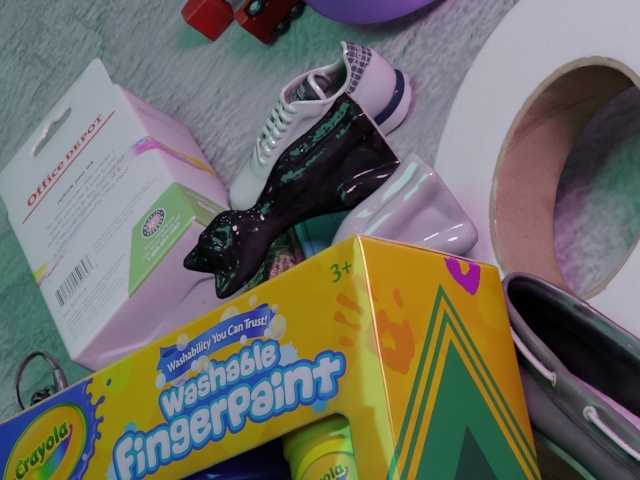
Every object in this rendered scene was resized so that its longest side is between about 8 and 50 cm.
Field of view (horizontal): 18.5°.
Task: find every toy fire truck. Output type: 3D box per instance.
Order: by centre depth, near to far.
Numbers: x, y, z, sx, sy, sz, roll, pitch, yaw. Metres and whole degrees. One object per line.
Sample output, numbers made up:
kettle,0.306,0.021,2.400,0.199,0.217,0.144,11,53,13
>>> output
toy fire truck,-0.064,-0.288,2.185,0.192,0.047,0.135,-48,37,12

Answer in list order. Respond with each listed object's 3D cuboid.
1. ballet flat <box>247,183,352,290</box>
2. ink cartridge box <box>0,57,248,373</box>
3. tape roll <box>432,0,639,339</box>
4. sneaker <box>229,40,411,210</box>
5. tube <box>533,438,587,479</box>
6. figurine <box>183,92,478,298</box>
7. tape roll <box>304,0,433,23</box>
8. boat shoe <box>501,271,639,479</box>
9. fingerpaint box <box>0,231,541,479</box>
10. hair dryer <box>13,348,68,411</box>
ballet flat,0.019,0.125,1.742,0.483,0.164,0.182,-110,39,-53
ink cartridge box,-0.211,-0.022,2.105,0.207,0.119,0.353,-49,39,13
tape roll,0.227,-0.041,1.581,0.392,0.072,0.392,-26,57,50
sneaker,-0.019,-0.113,1.975,0.235,0.095,0.090,-41,42,24
tube,0.205,0.177,1.527,0.062,0.070,0.240,-27,27,-33
figurine,0.000,0.000,1.680,0.209,0.092,0.215,-39,37,-4
tape roll,0.063,-0.361,2.018,0.274,0.090,0.275,-19,52,26
boat shoe,0.232,0.127,1.382,0.335,0.112,0.095,31,124,40
fingerpaint box,-0.047,0.251,1.462,0.445,0.163,0.371,-27,62,39
hair dryer,-0.249,0.264,1.902,0.293,0.080,0.224,45,142,46
